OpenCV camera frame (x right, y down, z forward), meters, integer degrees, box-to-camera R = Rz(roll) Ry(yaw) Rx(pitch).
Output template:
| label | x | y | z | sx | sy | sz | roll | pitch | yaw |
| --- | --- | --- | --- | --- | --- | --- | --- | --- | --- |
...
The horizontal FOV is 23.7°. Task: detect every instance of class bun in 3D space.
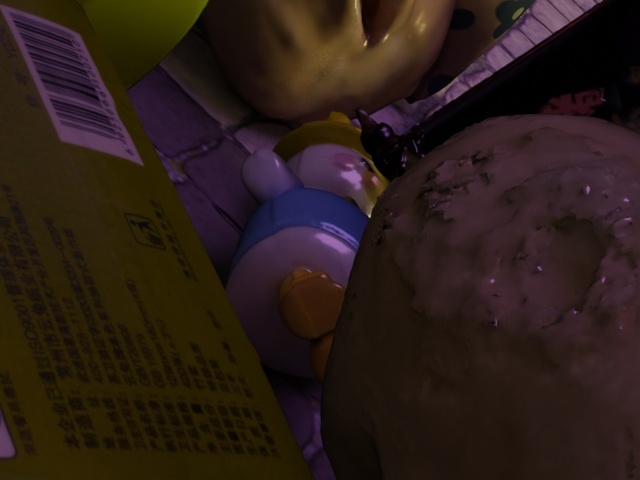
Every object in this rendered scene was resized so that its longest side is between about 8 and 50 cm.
| label | x | y | z | sx | sy | sz | roll | pitch | yaw |
| --- | --- | --- | --- | --- | --- | --- | --- | --- | --- |
| bun | 0.128 | 0.127 | 0.615 | 0.362 | 0.234 | 0.326 | 54 | -5 | -1 |

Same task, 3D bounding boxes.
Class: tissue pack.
| label | x | y | z | sx | sy | sz | roll | pitch | yaw |
| --- | --- | --- | --- | --- | --- | --- | --- | --- | --- |
| tissue pack | -0.152 | 0.037 | 0.563 | 0.200 | 0.167 | 0.275 | 9 | 44 | -46 |
| tissue pack | 0.241 | -0.061 | 1.081 | 0.245 | 0.332 | 0.123 | 57 | 4 | 25 |

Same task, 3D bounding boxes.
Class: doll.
| label | x | y | z | sx | sy | sz | roll | pitch | yaw |
| --- | --- | --- | --- | --- | --- | --- | --- | --- | --- |
| doll | 0.001 | -0.001 | 0.906 | 0.135 | 0.099 | 0.241 | 31 | 31 | -9 |

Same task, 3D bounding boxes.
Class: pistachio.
| label | x | y | z | sx | sy | sz | roll | pitch | yaw |
| --- | --- | --- | --- | --- | --- | --- | --- | --- | --- |
| pistachio | 0.000 | -0.234 | 1.036 | 0.193 | 0.318 | 0.214 | -10 | 13 | -24 |

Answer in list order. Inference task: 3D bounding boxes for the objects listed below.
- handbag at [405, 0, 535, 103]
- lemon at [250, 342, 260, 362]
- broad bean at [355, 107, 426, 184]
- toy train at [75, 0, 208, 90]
| label | x | y | z | sx | sy | sz | roll | pitch | yaw |
| --- | --- | --- | --- | --- | --- | --- | --- | --- | --- |
| handbag | 0.051 | -0.256 | 1.230 | 0.251 | 0.193 | 0.190 | 31 | 24 | -21 |
| lemon | -0.071 | 0.069 | 0.725 | 0.110 | 0.082 | 0.082 | -7 | 56 | -49 |
| broad bean | 0.145 | 0.039 | 0.878 | 0.339 | 0.077 | 0.061 | 36 | 55 | 4 |
| toy train | -0.204 | -0.259 | 0.915 | 0.272 | 0.179 | 0.442 | 32 | 28 | -39 |
